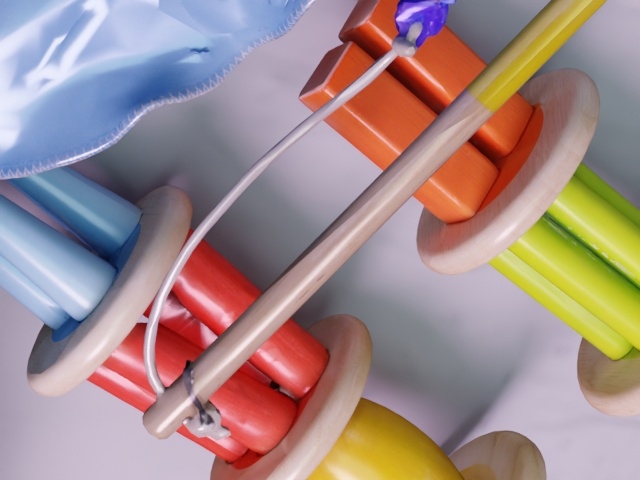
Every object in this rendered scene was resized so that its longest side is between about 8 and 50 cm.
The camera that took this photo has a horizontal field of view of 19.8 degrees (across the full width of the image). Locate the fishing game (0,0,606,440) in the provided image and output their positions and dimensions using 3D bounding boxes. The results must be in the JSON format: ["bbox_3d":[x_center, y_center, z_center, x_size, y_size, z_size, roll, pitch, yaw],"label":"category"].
[{"bbox_3d":[-0.070,-0.102,0.326,0.264,0.041,0.189,38,106,-5],"label":"fishing game"}]

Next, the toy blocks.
[{"bbox_3d":[0.000,0.000,0.384,0.148,0.054,0.123,37,103,-18],"label":"toy blocks"}]
